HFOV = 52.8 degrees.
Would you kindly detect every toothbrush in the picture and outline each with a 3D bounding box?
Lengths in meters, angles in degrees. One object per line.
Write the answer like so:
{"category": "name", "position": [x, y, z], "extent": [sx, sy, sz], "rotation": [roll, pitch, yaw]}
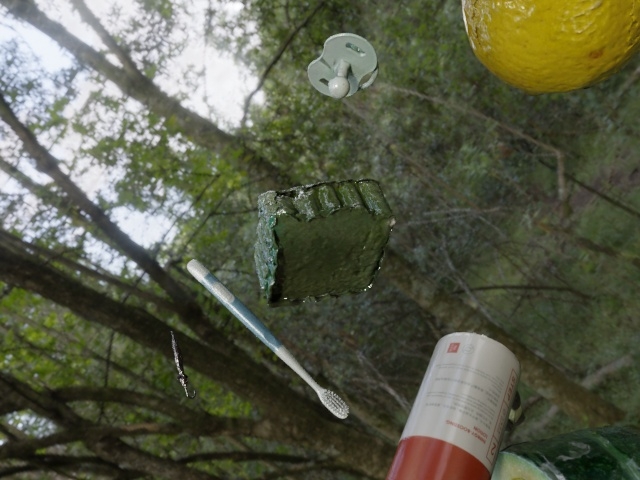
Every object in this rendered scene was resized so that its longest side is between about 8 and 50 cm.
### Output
{"category": "toothbrush", "position": [-0.066, 0.119, 0.798], "extent": [0.019, 0.276, 0.025], "rotation": [-44, -8, -21]}

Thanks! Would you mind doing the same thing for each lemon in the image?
{"category": "lemon", "position": [0.304, -0.324, 0.817], "extent": [0.258, 0.258, 0.310], "rotation": [-59, -28, -42]}

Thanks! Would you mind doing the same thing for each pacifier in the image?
{"category": "pacifier", "position": [0.044, -0.303, 1.191], "extent": [0.150, 0.127, 0.116], "rotation": [-38, 35, 43]}

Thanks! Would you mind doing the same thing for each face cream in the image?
{"category": "face cream", "position": [0.130, 0.204, 0.650], "extent": [0.214, 0.096, 0.096], "rotation": [-59, 4, -37]}

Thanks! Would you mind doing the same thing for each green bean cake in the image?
{"category": "green bean cake", "position": [0.000, 0.000, 1.222], "extent": [0.255, 0.241, 0.132], "rotation": [99, 160, -47]}

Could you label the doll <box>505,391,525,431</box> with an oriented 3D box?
{"category": "doll", "position": [0.323, 0.327, 1.312], "extent": [0.135, 0.143, 0.234], "rotation": [-21, -3, -30]}

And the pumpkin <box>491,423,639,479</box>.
{"category": "pumpkin", "position": [0.330, 0.330, 0.652], "extent": [0.197, 0.293, 0.263], "rotation": [-18, 11, -13]}

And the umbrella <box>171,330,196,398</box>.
{"category": "umbrella", "position": [-0.243, 0.215, 1.113], "extent": [0.022, 0.122, 0.013], "rotation": [-16, -12, -31]}
